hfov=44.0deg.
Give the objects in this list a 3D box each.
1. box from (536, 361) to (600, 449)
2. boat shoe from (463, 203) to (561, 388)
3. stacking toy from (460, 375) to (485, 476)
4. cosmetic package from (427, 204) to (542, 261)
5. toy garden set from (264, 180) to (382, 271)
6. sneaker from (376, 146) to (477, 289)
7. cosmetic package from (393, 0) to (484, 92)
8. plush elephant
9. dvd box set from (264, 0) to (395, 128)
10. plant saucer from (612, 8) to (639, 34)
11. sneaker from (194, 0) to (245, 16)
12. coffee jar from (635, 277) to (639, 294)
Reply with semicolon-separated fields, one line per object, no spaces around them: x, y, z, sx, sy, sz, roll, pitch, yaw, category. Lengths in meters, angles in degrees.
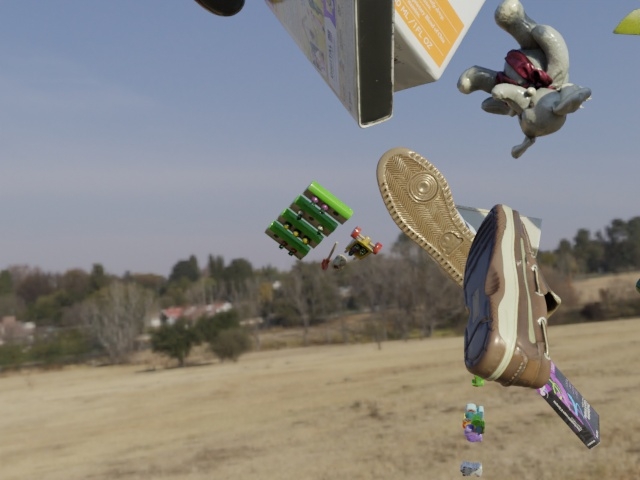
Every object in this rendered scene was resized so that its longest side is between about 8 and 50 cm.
0.476;0.309;1.525;0.029;0.162;0.116;-40;0;24;box
0.220;0.065;0.901;0.095;0.257;0.095;22;-45;-6;boat shoe
0.367;0.439;1.911;0.052;0.221;0.167;2;38;9;stacking toy
0.470;-0.001;2.292;0.310;0.113;0.160;10;-36;12;cosmetic package
0.000;0.000;1.728;0.204;0.049;0.244;38;-36;-8;toy garden set
0.185;-0.026;1.246;0.099;0.282;0.153;-39;3;7;sneaker
0.210;-0.537;1.587;0.162;0.453;0.230;-4;-42;50;cosmetic package
0.494;-0.350;1.876;0.330;0.255;0.272;29;-48;-7;plush elephant
-0.005;-0.410;1.201;0.062;0.420;0.307;-19;-44;-14;dvd box set
0.712;-0.439;1.564;0.188;0.045;0.188;-18;24;-31;plant saucer
-0.215;-0.512;1.397;0.106;0.281;0.162;-37;29;-3;sneaker
0.722;0.124;1.589;0.079;0.096;0.184;23;23;-27;coffee jar
